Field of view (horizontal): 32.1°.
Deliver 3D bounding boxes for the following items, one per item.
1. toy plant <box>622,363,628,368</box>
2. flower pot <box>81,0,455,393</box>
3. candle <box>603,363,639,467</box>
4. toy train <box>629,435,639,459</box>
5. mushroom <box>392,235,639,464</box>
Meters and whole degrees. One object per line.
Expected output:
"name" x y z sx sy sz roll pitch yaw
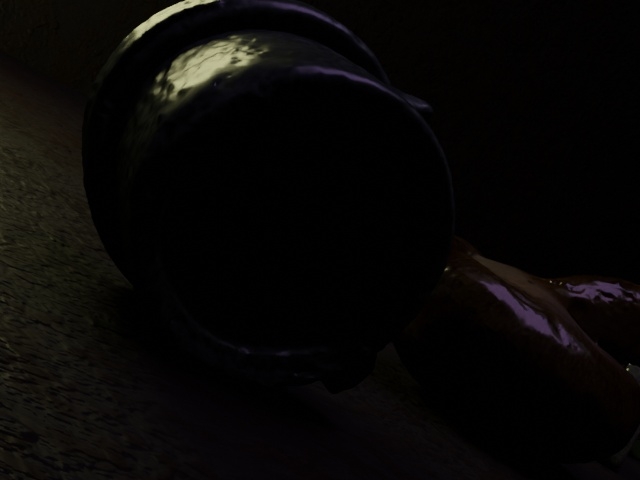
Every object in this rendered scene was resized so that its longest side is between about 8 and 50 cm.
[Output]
"toy plant" 0.677 0.335 2.481 0.200 0.105 0.143 32 -17 19
"flower pot" -0.034 -0.050 0.889 0.299 0.299 0.283 28 10 -26
"candle" 0.420 0.244 1.558 0.068 0.192 0.168 31 48 15
"toy train" 0.469 0.278 1.873 0.157 0.105 0.253 44 -6 -36
"mushroom" 0.210 0.118 1.249 0.345 0.239 0.345 20 -16 6
